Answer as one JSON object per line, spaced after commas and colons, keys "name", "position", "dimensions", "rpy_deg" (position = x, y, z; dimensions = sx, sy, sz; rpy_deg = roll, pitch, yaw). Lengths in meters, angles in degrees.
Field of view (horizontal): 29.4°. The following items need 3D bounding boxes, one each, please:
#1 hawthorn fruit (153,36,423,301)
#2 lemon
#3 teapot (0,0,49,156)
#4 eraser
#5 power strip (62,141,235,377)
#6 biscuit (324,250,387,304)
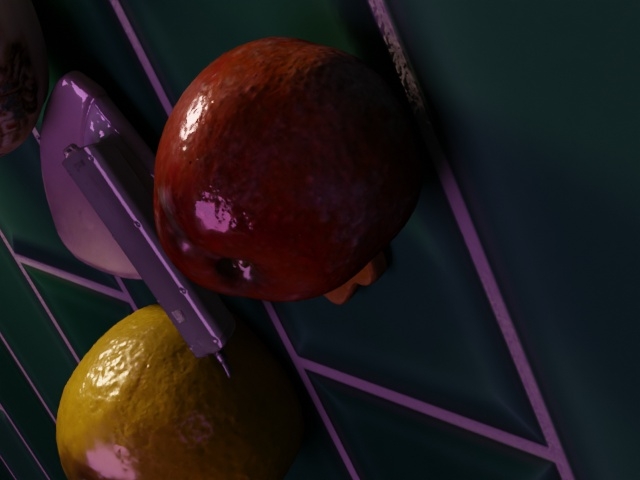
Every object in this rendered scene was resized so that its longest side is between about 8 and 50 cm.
{"name": "hawthorn fruit", "position": [-0.027, -0.042, 0.778], "dimensions": [0.173, 0.173, 0.173], "rpy_deg": [38, 151, 26]}
{"name": "lemon", "position": [-0.153, 0.190, 1.225], "dimensions": [0.240, 0.219, 0.240], "rpy_deg": [34, 145, 28]}
{"name": "teapot", "position": [-0.334, -0.180, 1.099], "dimensions": [0.204, 0.139, 0.298], "rpy_deg": [52, 149, 38]}
{"name": "eraser", "position": [-0.202, -0.041, 1.183], "dimensions": [0.204, 0.059, 0.243], "rpy_deg": [51, 151, -2]}
{"name": "power strip", "position": [-0.146, 0.016, 1.093], "dimensions": [0.060, 0.027, 0.252], "rpy_deg": [-25, 102, 51]}
{"name": "biscuit", "position": [0.001, -0.001, 0.951], "dimensions": [0.140, 0.023, 0.118], "rpy_deg": [20, 140, 46]}
